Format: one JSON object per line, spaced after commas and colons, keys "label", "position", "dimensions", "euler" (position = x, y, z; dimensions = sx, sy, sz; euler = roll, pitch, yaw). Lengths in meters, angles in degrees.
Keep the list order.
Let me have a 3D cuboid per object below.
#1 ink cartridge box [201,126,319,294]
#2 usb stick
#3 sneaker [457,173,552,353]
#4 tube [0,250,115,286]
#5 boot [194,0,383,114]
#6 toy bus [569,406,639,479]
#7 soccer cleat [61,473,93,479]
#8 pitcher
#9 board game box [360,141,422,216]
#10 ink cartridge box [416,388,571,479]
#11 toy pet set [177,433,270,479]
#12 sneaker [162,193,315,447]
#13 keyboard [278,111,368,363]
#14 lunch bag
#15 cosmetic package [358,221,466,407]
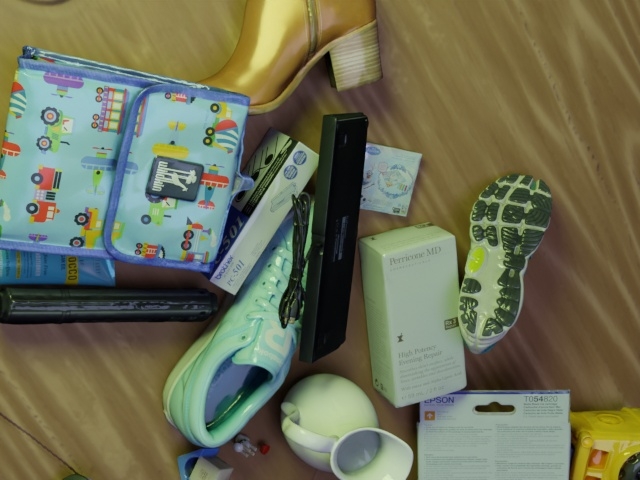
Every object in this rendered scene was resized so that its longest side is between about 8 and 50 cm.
{"label": "ink cartridge box", "position": [-0.086, -0.039, 1.626], "dimensions": [0.046, 0.097, 0.207], "euler": [32, 91, -29]}
{"label": "usb stick", "position": [-0.268, 0.081, 1.597], "dimensions": [0.278, 0.077, 0.045], "euler": [1, 78, -24]}
{"label": "sneaker", "position": [0.246, 0.029, 1.769], "dimensions": [0.107, 0.110, 0.275], "euler": [18, 66, 11]}
{"label": "tube", "position": [-0.353, 0.023, 1.561], "dimensions": [0.207, 0.052, 0.080], "euler": [-3, 102, -27]}
{"label": "boot", "position": [-0.068, -0.274, 1.566], "dimensions": [0.283, 0.109, 0.220], "euler": [-16, 103, -7]}
{"label": "toy bus", "position": [0.402, 0.366, 1.939], "dimensions": [0.211, 0.149, 0.220], "euler": [6, 106, -11]}
{"label": "soccer cleat", "position": [-0.295, 0.454, 1.692], "dimensions": [0.116, 0.109, 0.318], "euler": [-14, 104, -50]}
{"label": "pitcher", "position": [0.005, 0.246, 1.686], "dimensions": [0.178, 0.207, 0.125], "euler": [26, 94, -27]}
{"label": "board game box", "position": [0.086, -0.084, 1.730], "dimensions": [0.090, 0.020, 0.090], "euler": [10, 101, -25]}
{"label": "ink cartridge box", "position": [0.251, 0.315, 1.855], "dimensions": [0.223, 0.045, 0.224], "euler": [0, 105, 2]}
{"label": "toy pet set", "position": [-0.144, 0.319, 1.741], "dimensions": [0.114, 0.065, 0.122], "euler": [12, 106, -61]}
{"label": "sneaker", "position": [-0.063, 0.116, 1.652], "dimensions": [0.135, 0.150, 0.366], "euler": [29, 92, -28]}
{"label": "keyboard", "position": [0.000, 0.000, 1.594], "dimensions": [0.201, 0.033, 0.317], "euler": [-18, 116, -66]}
{"label": "lunch bag", "position": [-0.224, -0.088, 1.501], "dimensions": [0.293, 0.138, 0.221], "euler": [9, 102, -13]}
{"label": "cosmetic package", "position": [0.129, 0.102, 1.768], "dimensions": [0.117, 0.085, 0.231], "euler": [-15, 112, -20]}
